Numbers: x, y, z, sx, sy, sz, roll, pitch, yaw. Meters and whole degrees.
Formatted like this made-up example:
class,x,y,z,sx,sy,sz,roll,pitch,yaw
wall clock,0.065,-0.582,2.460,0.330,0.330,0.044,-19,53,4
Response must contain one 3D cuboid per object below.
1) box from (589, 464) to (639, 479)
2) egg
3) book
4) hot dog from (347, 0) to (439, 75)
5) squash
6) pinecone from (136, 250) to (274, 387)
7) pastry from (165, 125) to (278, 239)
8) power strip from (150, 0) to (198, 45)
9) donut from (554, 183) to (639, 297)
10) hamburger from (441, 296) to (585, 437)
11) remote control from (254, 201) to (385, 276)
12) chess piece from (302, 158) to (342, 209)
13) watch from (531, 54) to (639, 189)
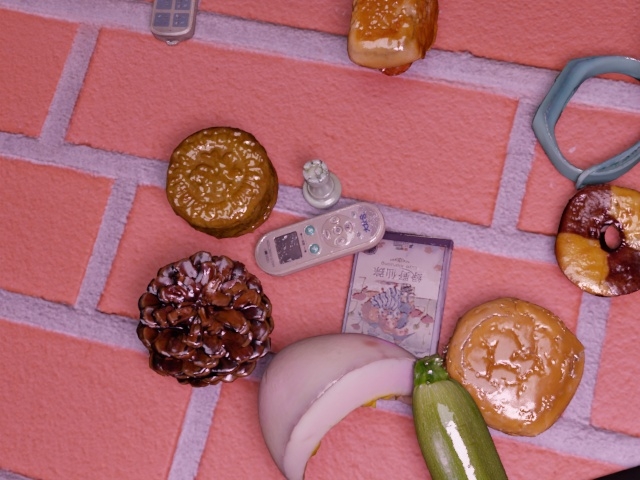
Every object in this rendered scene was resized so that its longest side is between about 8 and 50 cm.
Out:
class,x,y,z,sx,sy,sz,roll,pitch,yaw
box,0.445,0.360,1.306,0.213,0.201,0.042,-19,94,-1
egg,0.007,0.217,1.407,0.271,0.206,0.162,-39,48,-7
book,0.120,0.098,1.513,0.158,0.026,0.231,7,74,11
hot dog,0.122,-0.388,1.600,0.150,0.153,0.256,4,71,13
squash,0.216,0.353,1.340,0.107,0.107,0.394,-18,87,2
pinecone,-0.181,0.113,1.456,0.222,0.221,0.221,-2,72,7
pastry,-0.163,-0.098,1.572,0.189,0.103,0.188,-2,72,7
power strip,-0.264,-0.467,1.740,0.080,0.029,0.226,2,73,8
donut,0.448,0.007,1.472,0.166,0.073,0.184,1,72,9
hamburger,0.286,0.190,1.424,0.214,0.108,0.213,-1,75,3
remote control,0.000,0.000,1.540,0.222,0.042,0.078,-19,70,11
chess piece,-0.002,-0.097,1.550,0.067,0.103,0.067,-2,72,8
watch,0.455,-0.196,1.543,0.195,0.068,0.237,32,76,13
